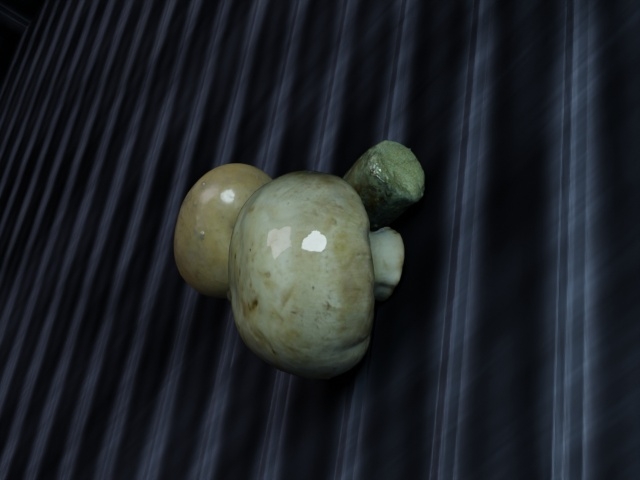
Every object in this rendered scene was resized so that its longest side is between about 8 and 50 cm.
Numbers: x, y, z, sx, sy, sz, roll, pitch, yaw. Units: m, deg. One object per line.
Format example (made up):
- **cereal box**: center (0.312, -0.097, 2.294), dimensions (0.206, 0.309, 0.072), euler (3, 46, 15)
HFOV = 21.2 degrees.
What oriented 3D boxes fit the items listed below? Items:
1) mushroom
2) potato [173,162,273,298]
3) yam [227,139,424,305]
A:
- **mushroom**: center (-0.005, 0.027, 1.336), dimensions (0.166, 0.127, 0.166), euler (-176, 90, -75)
- **potato**: center (-0.087, -0.005, 1.604), dimensions (0.112, 0.112, 0.147), euler (-86, 5, -51)
- **yam**: center (0.000, 0.000, 1.458), dimensions (0.274, 0.061, 0.061), euler (-41, 27, 49)
